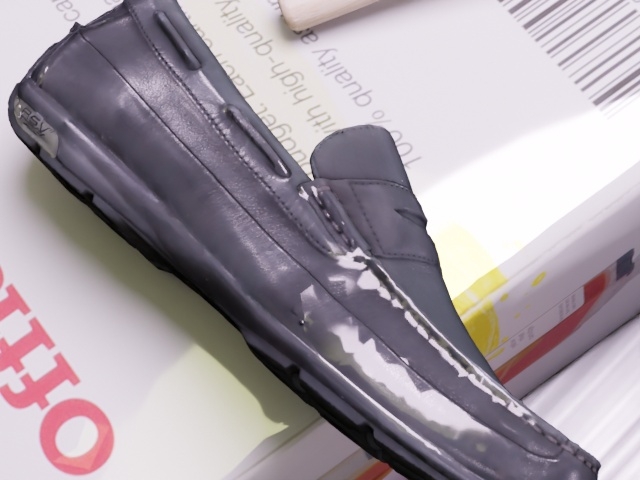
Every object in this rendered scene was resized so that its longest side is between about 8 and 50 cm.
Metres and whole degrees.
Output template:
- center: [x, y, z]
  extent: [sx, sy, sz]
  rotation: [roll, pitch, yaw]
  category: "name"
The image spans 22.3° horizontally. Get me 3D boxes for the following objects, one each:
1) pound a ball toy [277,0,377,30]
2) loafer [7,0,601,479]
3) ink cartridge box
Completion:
- center: [-0.017, -0.178, 0.533]
  extent: [0.319, 0.135, 0.208]
  rotation: [-17, 65, -2]
  category: "pound a ball toy"
- center: [0.000, 0.000, 0.486]
  extent: [0.223, 0.076, 0.078]
  rotation: [40, 84, 22]
  category: "loafer"
- center: [-0.010, -0.058, 0.641]
  extent: [0.385, 0.160, 0.279]
  rotation: [-35, 68, -10]
  category: "ink cartridge box"
